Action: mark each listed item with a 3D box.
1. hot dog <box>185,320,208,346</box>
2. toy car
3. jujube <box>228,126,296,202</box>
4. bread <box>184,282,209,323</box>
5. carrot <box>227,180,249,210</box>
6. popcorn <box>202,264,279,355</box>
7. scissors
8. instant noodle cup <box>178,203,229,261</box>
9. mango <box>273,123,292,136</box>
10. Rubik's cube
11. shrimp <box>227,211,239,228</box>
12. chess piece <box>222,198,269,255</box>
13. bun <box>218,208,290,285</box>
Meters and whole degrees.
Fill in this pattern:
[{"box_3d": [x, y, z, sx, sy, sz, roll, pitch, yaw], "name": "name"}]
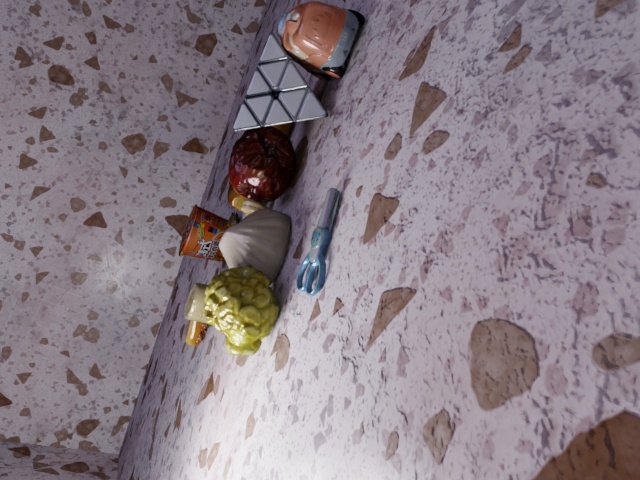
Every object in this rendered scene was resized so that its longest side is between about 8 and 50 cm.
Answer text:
[{"box_3d": [-0.506, 0.326, 1.902, 0.076, 0.102, 0.250, 10, 82, 26], "name": "hot dog"}, {"box_3d": [-0.017, -0.605, 1.324, 0.181, 0.212, 0.270, -68, 22, 8], "name": "toy car"}, {"box_3d": [-0.185, -0.243, 1.439, 0.213, 0.212, 0.233, -30, 39, 58], "name": "jujube"}, {"box_3d": [-0.439, 0.248, 1.735, 0.148, 0.141, 0.134, -65, 27, 17], "name": "bread"}, {"box_3d": [-0.339, -0.212, 1.899, 0.114, 0.113, 0.302, -63, 21, 19], "name": "carrot"}, {"box_3d": [-0.220, 0.182, 1.206, 0.234, 0.180, 0.217, 15, 109, 44], "name": "popcorn"}, {"box_3d": [0.000, 0.000, 1.052, 0.125, 0.030, 0.257, 10, 84, 66], "name": "scissors"}, {"box_3d": [-0.524, -0.020, 2.070, 0.250, 0.192, 0.251, -48, 32, 43], "name": "instant noodle cup"}, {"box_3d": [-0.165, -0.468, 1.679, 0.153, 0.126, 0.253, -19, 63, 39], "name": "mango"}, {"box_3d": [-0.115, -0.442, 1.396, 0.233, 0.228, 0.229, -41, 35, 50], "name": "Rubik's cube"}, {"box_3d": [-0.389, -0.047, 1.968, 0.115, 0.051, 0.217, -59, 28, 33], "name": "shrimp"}, {"box_3d": [-0.226, -0.113, 1.571, 0.117, 0.117, 0.398, -2, 69, 66], "name": "chess piece"}, {"box_3d": [-0.217, 0.014, 1.361, 0.263, 0.174, 0.263, -47, 32, 42], "name": "bun"}]
